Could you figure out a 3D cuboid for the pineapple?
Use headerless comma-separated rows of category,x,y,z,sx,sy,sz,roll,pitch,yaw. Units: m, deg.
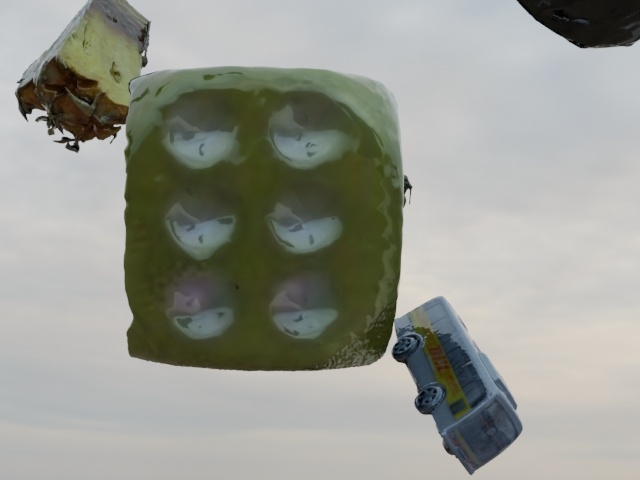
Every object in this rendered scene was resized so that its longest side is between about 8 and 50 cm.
pineapple,-0.276,-0.205,1.172,0.114,0.186,0.236,41,-5,-32

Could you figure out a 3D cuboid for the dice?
dice,-0.050,-0.017,0.861,0.226,0.239,0.233,1,1,-2

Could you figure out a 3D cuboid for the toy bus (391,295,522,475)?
toy bus,0.117,0.123,0.890,0.075,0.064,0.190,-32,25,4

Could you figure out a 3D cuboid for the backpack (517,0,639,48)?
backpack,0.133,-0.180,0.509,0.120,0.165,0.106,-25,-30,-16

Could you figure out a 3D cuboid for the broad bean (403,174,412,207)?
broad bean,0.001,0.003,1.126,0.254,0.065,0.046,-27,35,-21
